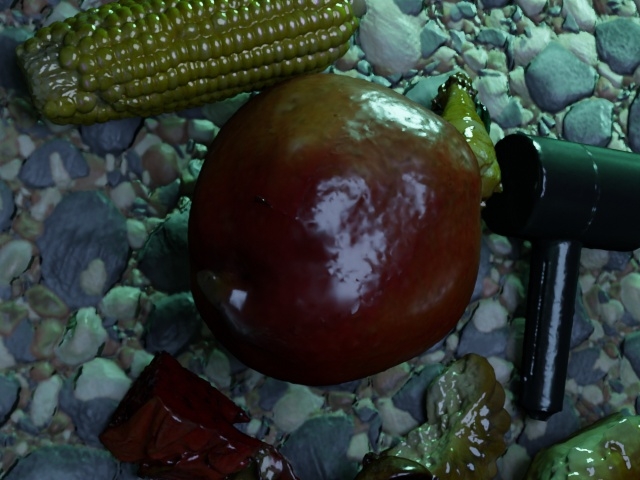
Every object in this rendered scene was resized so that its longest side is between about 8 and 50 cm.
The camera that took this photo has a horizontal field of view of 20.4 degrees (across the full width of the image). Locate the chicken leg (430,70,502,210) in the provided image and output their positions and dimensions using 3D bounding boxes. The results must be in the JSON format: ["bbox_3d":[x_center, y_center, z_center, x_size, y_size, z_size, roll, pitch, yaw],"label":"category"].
[{"bbox_3d":[0.143,-0.096,1.837,0.101,0.085,0.207,58,23,-33],"label":"chicken leg"}]

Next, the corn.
[{"bbox_3d":[-0.114,-0.188,1.689,0.347,0.130,0.130,-18,91,-20],"label":"corn"}]

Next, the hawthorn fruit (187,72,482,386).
[{"bbox_3d":[0.014,0.000,1.660,0.295,0.295,0.311,36,47,-21],"label":"hawthorn fruit"}]

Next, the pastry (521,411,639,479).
[{"bbox_3d":[0.313,0.335,1.860,0.329,0.136,0.330,5,81,-31],"label":"pastry"}]

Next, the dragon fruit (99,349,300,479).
[{"bbox_3d":[-0.111,0.197,1.690,0.192,0.122,0.092,31,107,-26],"label":"dragon fruit"}]

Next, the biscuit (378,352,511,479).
[{"bbox_3d":[0.143,0.207,1.828,0.118,0.061,0.183,44,62,-19],"label":"biscuit"}]

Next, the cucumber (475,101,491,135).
[{"bbox_3d":[0.146,-0.068,1.890,0.033,0.036,0.184,30,68,-9],"label":"cucumber"}]

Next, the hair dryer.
[{"bbox_3d":[0.289,0.048,1.929,0.244,0.116,0.302,8,89,-29],"label":"hair dryer"}]

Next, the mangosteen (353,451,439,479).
[{"bbox_3d":[0.082,0.307,1.682,0.215,0.215,0.257,5,35,-30],"label":"mangosteen"}]
